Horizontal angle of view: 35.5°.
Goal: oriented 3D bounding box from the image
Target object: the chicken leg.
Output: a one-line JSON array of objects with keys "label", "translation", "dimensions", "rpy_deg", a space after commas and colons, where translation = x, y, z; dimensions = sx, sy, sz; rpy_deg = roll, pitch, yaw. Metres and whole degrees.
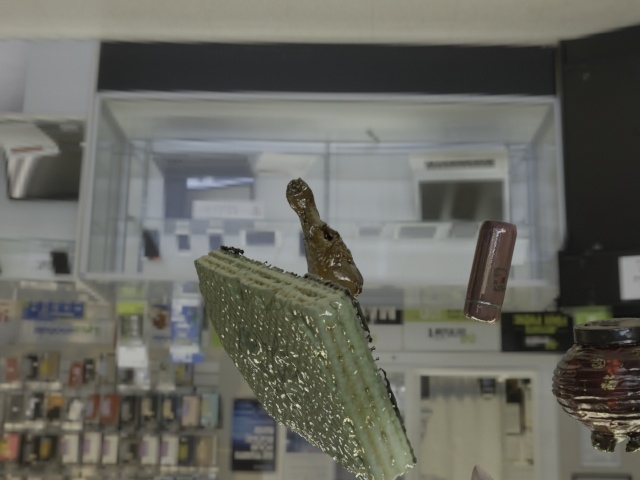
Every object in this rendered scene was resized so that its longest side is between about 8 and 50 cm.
[{"label": "chicken leg", "translation": [-0.003, 0.001, 1.390], "dimensions": [0.069, 0.197, 0.085], "rpy_deg": [-26, 166, 2]}]

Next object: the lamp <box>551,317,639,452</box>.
[{"label": "lamp", "translation": [0.521, 0.251, 1.738], "dimensions": [0.247, 0.246, 0.247], "rpy_deg": [1, 166, 0]}]

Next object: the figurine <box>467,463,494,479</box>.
[{"label": "figurine", "translation": [0.236, 0.405, 1.233], "dimensions": [0.155, 0.235, 0.127], "rpy_deg": [11, -161, 36]}]

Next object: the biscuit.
[{"label": "biscuit", "translation": [-0.026, 0.090, 0.796], "dimensions": [0.052, 0.150, 0.252], "rpy_deg": [-27, -160, -21]}]

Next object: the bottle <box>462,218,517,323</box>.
[{"label": "bottle", "translation": [0.233, 0.043, 1.376], "dimensions": [0.053, 0.140, 0.053], "rpy_deg": [12, 180, 0]}]
